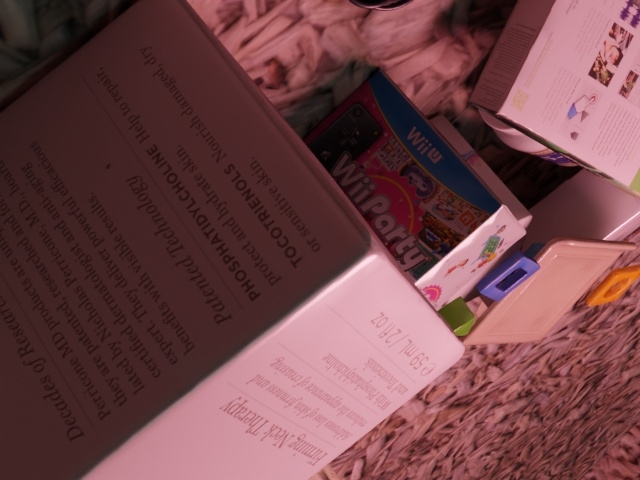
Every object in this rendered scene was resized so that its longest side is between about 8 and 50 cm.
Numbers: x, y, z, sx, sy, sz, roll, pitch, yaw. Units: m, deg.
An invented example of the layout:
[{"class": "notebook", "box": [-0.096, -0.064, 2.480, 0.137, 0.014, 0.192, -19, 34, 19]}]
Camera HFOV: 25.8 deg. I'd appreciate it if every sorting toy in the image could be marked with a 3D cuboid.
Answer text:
[{"class": "sorting toy", "box": [0.258, 0.052, 1.644, 0.348, 0.047, 0.196, 4, 136, -52]}]

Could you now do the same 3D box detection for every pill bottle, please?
[{"class": "pill bottle", "box": [0.262, -0.154, 1.646, 0.112, 0.112, 0.187, -49, 151, 19]}]

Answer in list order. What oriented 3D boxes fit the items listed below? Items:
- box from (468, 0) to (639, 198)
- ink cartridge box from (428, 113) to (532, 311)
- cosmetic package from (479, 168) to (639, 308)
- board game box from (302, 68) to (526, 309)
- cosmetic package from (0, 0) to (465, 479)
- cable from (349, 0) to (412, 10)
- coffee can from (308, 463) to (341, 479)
[{"class": "box", "box": [0.328, -0.195, 1.554, 0.322, 0.058, 0.232, 24, 96, -40]}, {"class": "ink cartridge box", "box": [0.133, -0.029, 1.612, 0.127, 0.176, 0.128, -26, 150, -20]}, {"class": "cosmetic package", "box": [0.347, -0.008, 1.883, 0.284, 0.097, 0.377, -36, 168, 10]}, {"class": "board game box", "box": [0.028, 0.003, 1.478, 0.303, 0.224, 0.097, -42, 150, 5]}, {"class": "cosmetic package", "box": [-0.146, 0.063, 1.241, 0.394, 0.327, 0.329, -39, 153, 3]}, {"class": "cable", "box": [0.090, -0.285, 1.302, 0.184, 0.047, 0.150, -14, 144, -38]}, {"class": "coffee can", "box": [-0.074, 0.339, 1.814, 0.201, 0.275, 0.201, -29, 151, -18]}]
